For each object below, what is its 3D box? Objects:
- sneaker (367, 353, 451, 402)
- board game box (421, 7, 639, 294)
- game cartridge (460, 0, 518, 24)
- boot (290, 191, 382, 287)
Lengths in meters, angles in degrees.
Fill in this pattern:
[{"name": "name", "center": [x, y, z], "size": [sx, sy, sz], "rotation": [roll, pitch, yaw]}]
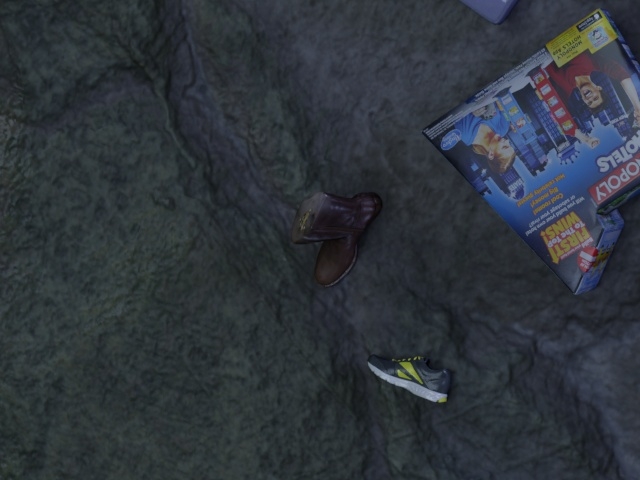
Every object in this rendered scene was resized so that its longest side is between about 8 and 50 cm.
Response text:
[{"name": "sneaker", "center": [0.082, 0.118, 1.745], "size": [0.083, 0.031, 0.035], "rotation": [24, 91, 20]}, {"name": "board game box", "center": [0.216, -0.064, 1.639], "size": [0.194, 0.060, 0.194], "rotation": [-34, 80, 26]}, {"name": "game cartridge", "center": [0.069, -0.370, 1.651], "size": [0.355, 0.068, 0.230], "rotation": [36, 106, 7]}, {"name": "boot", "center": [0.000, 0.000, 1.726], "size": [0.037, 0.114, 0.106], "rotation": [35, 109, 21]}]
